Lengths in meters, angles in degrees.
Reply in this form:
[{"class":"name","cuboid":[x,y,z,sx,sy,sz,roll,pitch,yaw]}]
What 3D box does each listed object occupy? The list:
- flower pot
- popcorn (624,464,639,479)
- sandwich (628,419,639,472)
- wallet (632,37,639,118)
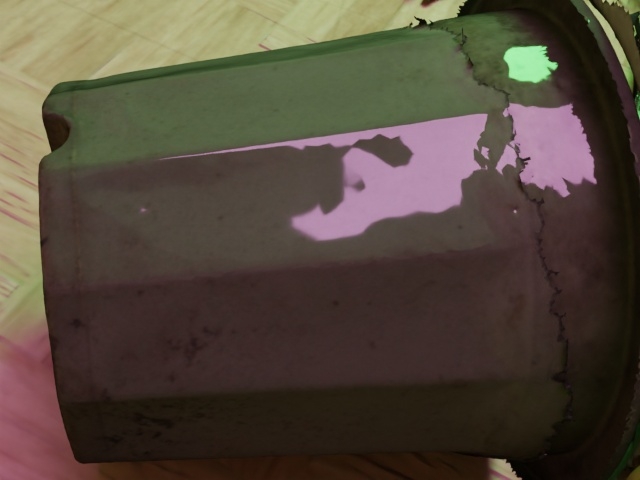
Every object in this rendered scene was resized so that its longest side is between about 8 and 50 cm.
[{"class":"flower pot","cuboid":[0.000,0.000,0.463,0.259,0.290,0.290,-4,49,-8]},{"class":"popcorn","cuboid":[0.163,0.232,0.305,0.276,0.276,0.225,35,48,13]},{"class":"sandwich","cuboid":[0.281,0.067,0.562,0.273,0.095,0.249,-3,29,-22]},{"class":"wallet","cuboid":[0.426,-0.169,0.905,0.275,0.068,0.335,19,51,3]}]
